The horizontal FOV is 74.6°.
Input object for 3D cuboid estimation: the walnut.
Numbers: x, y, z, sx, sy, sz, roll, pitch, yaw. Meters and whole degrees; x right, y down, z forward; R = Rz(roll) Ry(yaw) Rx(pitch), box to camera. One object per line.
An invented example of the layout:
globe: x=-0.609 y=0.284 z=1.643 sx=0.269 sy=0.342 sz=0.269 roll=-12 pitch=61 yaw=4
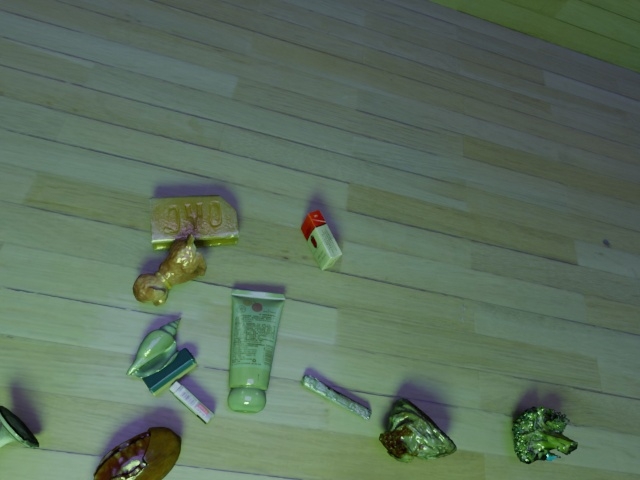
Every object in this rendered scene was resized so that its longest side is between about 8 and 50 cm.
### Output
walnut: x=-0.395 y=0.481 z=0.891 sx=0.207 sy=0.116 sz=0.116 roll=-31 pitch=77 yaw=-26

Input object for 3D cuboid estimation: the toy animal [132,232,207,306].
toy animal: x=-0.387 y=0.071 z=1.049 sx=0.185 sy=0.184 sz=0.104 roll=-32 pitch=70 yaw=-26

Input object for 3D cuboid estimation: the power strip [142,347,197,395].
power strip: x=-0.360 y=0.313 z=1.011 sx=0.123 sy=0.032 sz=0.056 roll=-34 pitch=39 yaw=-27

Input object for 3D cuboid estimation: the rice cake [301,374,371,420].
rice cake: x=0.044 y=0.410 z=1.095 sx=0.207 sy=0.033 sz=0.033 roll=30 pitch=63 yaw=-1

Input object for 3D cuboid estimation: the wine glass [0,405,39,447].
wine glass: x=-0.698 y=0.449 z=0.810 sx=0.126 sy=0.126 sz=0.241 roll=44 pitch=59 yaw=7

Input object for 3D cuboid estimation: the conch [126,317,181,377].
conch: x=-0.391 y=0.262 z=1.023 sx=0.088 sy=0.065 sz=0.180 roll=38 pitch=55 yaw=-7

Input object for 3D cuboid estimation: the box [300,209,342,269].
box: x=0.000 y=0.000 z=1.240 sx=0.048 sy=0.100 sz=0.152 roll=-17 pitch=71 yaw=-25

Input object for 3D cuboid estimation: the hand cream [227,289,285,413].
hand cream: x=-0.173 y=0.271 z=1.066 sx=0.147 sy=0.093 sz=0.306 roll=7 pitch=62 yaw=-7

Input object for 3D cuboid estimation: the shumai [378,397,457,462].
shumai: x=0.237 y=0.508 z=1.053 sx=0.184 sy=0.184 sz=0.142 roll=43 pitch=85 yaw=6

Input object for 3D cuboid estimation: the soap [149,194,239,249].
soap: x=-0.353 y=-0.053 z=1.179 sx=0.232 sy=0.073 sz=0.140 roll=-4 pitch=71 yaw=-19

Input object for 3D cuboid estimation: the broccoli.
broccoli: x=0.605 y=0.531 z=1.132 sx=0.167 sy=0.160 sz=0.155 roll=8 pitch=90 yaw=-24

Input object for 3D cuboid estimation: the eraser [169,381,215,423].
eraser: x=-0.304 y=0.385 z=0.995 sx=0.122 sy=0.052 sz=0.029 roll=40 pitch=59 yaw=6
